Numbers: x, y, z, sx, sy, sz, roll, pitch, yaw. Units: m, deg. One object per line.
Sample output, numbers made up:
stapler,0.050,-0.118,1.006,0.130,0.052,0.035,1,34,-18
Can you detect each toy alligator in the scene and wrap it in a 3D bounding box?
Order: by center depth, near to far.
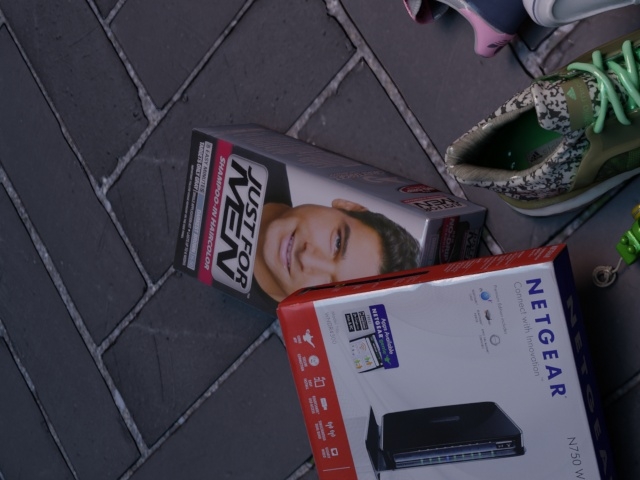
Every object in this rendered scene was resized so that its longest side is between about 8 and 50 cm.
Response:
toy alligator,0.324,-0.007,1.426,0.190,0.051,0.056,-46,65,36

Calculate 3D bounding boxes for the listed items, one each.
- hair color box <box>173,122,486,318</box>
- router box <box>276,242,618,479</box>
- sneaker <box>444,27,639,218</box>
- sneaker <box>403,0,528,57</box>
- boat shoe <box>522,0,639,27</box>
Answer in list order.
hair color box,0.000,0.000,1.682,0.374,0.113,0.185,22,111,38
router box,0.140,0.192,1.498,0.301,0.082,0.336,-11,99,22
sneaker,0.283,-0.130,1.359,0.410,0.182,0.158,-34,73,39
sneaker,0.098,-0.312,1.553,0.319,0.112,0.131,38,117,34
boat shoe,0.308,-0.265,1.320,0.258,0.095,0.084,-32,46,18
